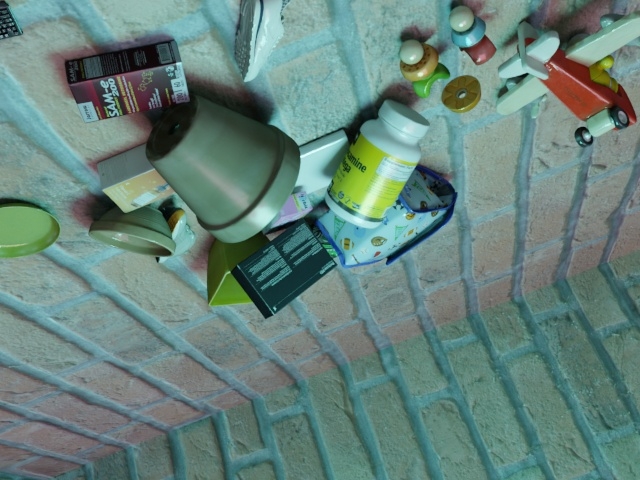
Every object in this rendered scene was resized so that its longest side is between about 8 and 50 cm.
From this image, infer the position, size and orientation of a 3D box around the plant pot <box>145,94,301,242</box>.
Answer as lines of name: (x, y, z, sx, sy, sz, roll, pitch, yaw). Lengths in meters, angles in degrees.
plant pot: (-0.257, -0.196, 1.657, 0.323, 0.323, 0.280, -34, 133, 24)

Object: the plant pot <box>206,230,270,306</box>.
plant pot: (-0.257, 0.075, 2.208, 0.212, 0.187, 0.212, -2, 147, -29)

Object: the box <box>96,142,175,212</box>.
box: (-0.464, -0.165, 1.760, 0.171, 0.091, 0.130, -22, 151, 4)

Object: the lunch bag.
lunch bag: (0.242, -0.079, 2.224, 0.328, 0.238, 0.386, -40, 161, 31)

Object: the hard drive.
hard drive: (-0.048, -0.203, 2.009, 0.308, 0.040, 0.203, -23, 152, 4)

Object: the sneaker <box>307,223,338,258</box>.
sneaker: (0.000, 0.000, 2.271, 0.134, 0.146, 0.344, -19, -179, 37)

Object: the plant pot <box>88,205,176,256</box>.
plant pot: (-0.511, -0.038, 1.888, 0.238, 0.109, 0.237, 9, 165, 2)

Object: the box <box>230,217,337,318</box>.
box: (-0.109, 0.085, 2.053, 0.261, 0.184, 0.103, -36, 178, -25)

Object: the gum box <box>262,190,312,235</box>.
gum box: (-0.113, -0.080, 2.074, 0.107, 0.062, 0.188, -17, 170, -26)

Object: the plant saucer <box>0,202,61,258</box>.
plant saucer: (-0.824, -0.032, 1.821, 0.241, 0.037, 0.241, -15, 150, -9)

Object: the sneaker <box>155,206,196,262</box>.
sneaker: (-0.425, -0.029, 2.038, 0.121, 0.099, 0.262, -12, 159, -30)

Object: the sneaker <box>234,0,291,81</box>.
sneaker: (-0.129, -0.444, 1.501, 0.095, 0.090, 0.235, -16, 154, -27)

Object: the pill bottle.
pill bottle: (0.163, -0.216, 1.912, 0.188, 0.188, 0.333, 7, 122, -40)

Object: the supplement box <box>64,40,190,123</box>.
supplement box: (-0.419, -0.346, 1.493, 0.240, 0.073, 0.130, -14, 151, -9)

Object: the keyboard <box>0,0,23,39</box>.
keyboard: (-0.670, -0.393, 1.306, 0.180, 0.023, 0.108, -15, 151, -8)

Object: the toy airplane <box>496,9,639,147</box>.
toy airplane: (0.670, -0.467, 1.833, 0.387, 0.272, 0.384, 10, 147, 21)

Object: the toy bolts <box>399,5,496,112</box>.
toy bolts: (0.324, -0.454, 1.670, 0.228, 0.218, 0.158, -45, 141, 6)
